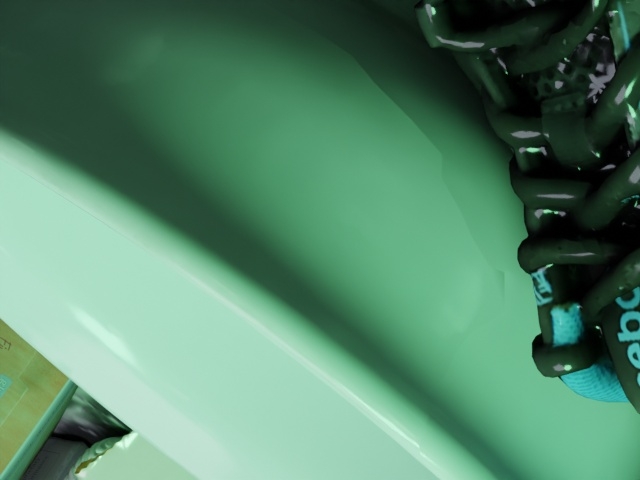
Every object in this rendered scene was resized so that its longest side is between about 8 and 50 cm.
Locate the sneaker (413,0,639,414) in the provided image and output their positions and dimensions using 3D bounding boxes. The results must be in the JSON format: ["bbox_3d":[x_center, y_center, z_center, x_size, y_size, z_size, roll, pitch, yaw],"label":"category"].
[{"bbox_3d":[0.088,-0.042,0.442,0.341,0.139,0.125,43,152,-20],"label":"sneaker"}]

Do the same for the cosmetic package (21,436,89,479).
[{"bbox_3d":[-0.199,0.235,1.265,0.225,0.138,0.224,6,143,46],"label":"cosmetic package"}]

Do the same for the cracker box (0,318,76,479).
[{"bbox_3d":[-0.195,0.115,1.024,0.067,0.155,0.232,35,154,-2],"label":"cracker box"}]

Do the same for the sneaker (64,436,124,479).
[{"bbox_3d":[-0.074,0.218,1.157,0.094,0.153,0.235,1,102,47],"label":"sneaker"}]

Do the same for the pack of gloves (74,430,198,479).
[{"bbox_3d":[-0.078,0.197,1.055,0.232,0.195,0.046,49,-174,-30],"label":"pack of gloves"}]

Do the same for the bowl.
[{"bbox_3d":[0.000,0.000,0.596,0.298,0.134,0.298,34,165,10],"label":"bowl"}]
